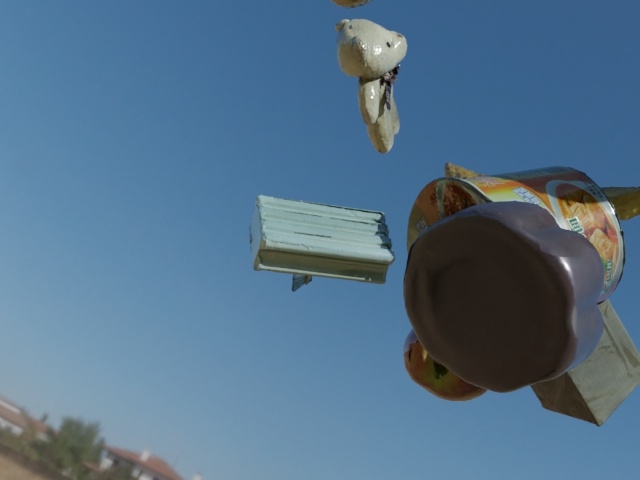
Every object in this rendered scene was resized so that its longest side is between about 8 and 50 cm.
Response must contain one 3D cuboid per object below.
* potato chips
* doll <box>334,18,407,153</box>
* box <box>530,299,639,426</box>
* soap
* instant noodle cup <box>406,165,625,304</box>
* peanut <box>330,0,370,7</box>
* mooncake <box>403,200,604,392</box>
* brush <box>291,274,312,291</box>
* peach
[{"bbox_3d":[0.383,-0.081,1.557,0.407,0.080,0.057,11,-38,34],"label":"potato chips"},{"bbox_3d":[0.124,-0.325,1.843,0.175,0.149,0.278,-122,-168,-57],"label":"doll"},{"bbox_3d":[0.433,0.177,1.557,0.231,0.155,0.149,55,-19,-18],"label":"box"},{"bbox_3d":[0.000,0.000,1.292,0.199,0.114,0.063,8,-52,-14],"label":"soap"},{"bbox_3d":[0.296,0.019,1.339,0.296,0.214,0.296,42,-40,48],"label":"instant noodle cup"},{"bbox_3d":[0.050,-0.536,1.379,0.159,0.339,0.174,-9,17,-10],"label":"peanut"},{"bbox_3d":[0.228,0.067,1.101,0.133,0.244,0.245,-14,13,-43],"label":"mooncake"},{"bbox_3d":[0.008,0.026,1.689,0.010,0.218,0.082,15,-66,29],"label":"brush"},{"bbox_3d":[0.254,0.200,1.637,0.197,0.197,0.197,23,-21,9],"label":"peach"}]
